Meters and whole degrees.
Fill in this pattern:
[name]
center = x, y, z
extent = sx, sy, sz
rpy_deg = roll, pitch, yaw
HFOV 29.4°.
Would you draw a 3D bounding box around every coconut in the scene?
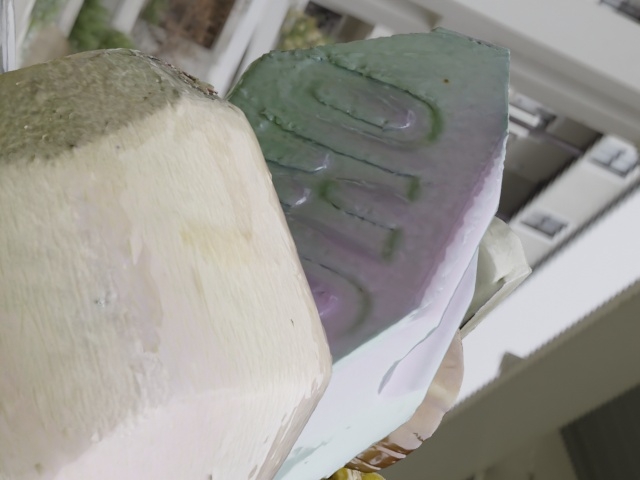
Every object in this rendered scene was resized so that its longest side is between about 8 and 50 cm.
[coconut]
center = -0.103, 0.046, 0.527
extent = 0.224, 0.234, 0.224
rpy_deg = -22, -173, 3

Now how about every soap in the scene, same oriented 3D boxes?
[soap]
center = 0.000, 0.000, 1.027
extent = 0.446, 0.261, 0.156
rpy_deg = -57, 160, -34

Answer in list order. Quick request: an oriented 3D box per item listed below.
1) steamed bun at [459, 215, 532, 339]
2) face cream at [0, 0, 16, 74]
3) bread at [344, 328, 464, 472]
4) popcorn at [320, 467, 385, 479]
[steamed bun]
center = 0.141, 0.056, 1.606
extent = 0.242, 0.164, 0.146
rpy_deg = -48, 164, 23
[face cream]
center = -0.360, -0.180, 1.124
extent = 0.177, 0.153, 0.177
rpy_deg = 180, -90, -81
[bread]
center = 0.054, 0.134, 1.313
extent = 0.236, 0.070, 0.236
rpy_deg = -35, -141, 34
[popcorn]
center = -0.010, 0.331, 1.443
extent = 0.253, 0.190, 0.191
rpy_deg = -50, 137, -49
